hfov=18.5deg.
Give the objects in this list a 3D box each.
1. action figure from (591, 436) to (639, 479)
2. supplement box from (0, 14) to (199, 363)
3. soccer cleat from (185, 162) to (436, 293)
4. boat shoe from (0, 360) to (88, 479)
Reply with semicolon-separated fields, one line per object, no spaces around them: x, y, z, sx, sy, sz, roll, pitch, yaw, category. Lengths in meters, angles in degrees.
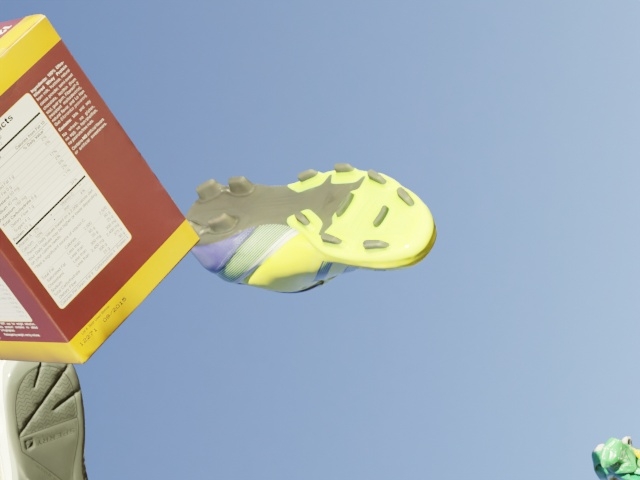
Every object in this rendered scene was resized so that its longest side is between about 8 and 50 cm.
0.349;0.247;2.098;0.232;0.137;0.063;28;-101;-58;action figure
-0.227;-0.031;1.339;0.129;0.191;0.194;-48;-62;-31;supplement box
0.000;-0.001;1.770;0.121;0.289;0.093;50;-124;-37;soccer cleat
-0.290;0.253;1.916;0.118;0.103;0.320;-15;-72;-40;boat shoe
